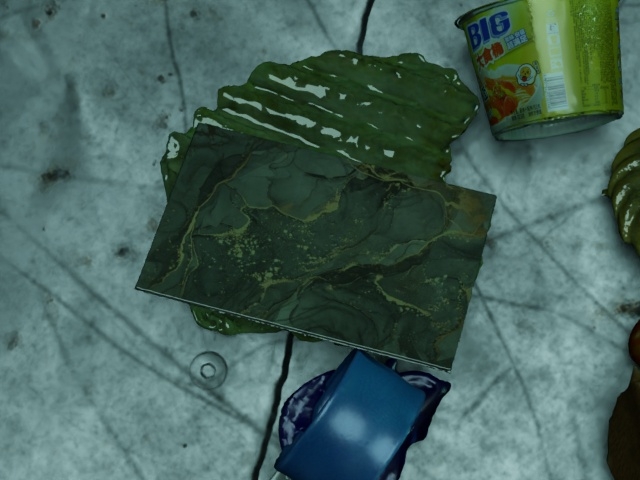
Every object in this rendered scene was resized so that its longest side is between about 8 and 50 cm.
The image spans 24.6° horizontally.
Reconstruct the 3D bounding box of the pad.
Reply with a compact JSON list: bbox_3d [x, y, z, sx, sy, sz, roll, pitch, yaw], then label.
[{"bbox_3d":[0.000,0.000,1.675,0.367,0.007,0.248,15,58,5],"label":"pad"}]

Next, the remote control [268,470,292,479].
[{"bbox_3d":[-0.002,0.249,1.748,0.050,0.027,0.184,39,78,2],"label":"remote control"}]

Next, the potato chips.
[{"bbox_3d":[0.004,-0.060,1.777,0.389,0.097,0.373,-2,77,0],"label":"potato chips"}]

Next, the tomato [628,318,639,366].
[{"bbox_3d":[0.409,0.123,1.737,0.087,0.075,0.087,-2,83,16],"label":"tomato"}]

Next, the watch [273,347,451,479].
[{"bbox_3d":[0.043,0.209,1.648,0.171,0.200,0.196,26,80,0],"label":"watch"}]

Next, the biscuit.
[{"bbox_3d":[0.451,-0.030,1.730,0.273,0.036,0.187,32,67,25],"label":"biscuit"}]

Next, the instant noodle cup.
[{"bbox_3d":[0.274,-0.207,1.754,0.205,0.205,0.153,-10,84,0],"label":"instant noodle cup"}]

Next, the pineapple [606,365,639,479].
[{"bbox_3d":[0.520,0.215,1.656,0.357,0.223,0.223,-10,78,-12],"label":"pineapple"}]
